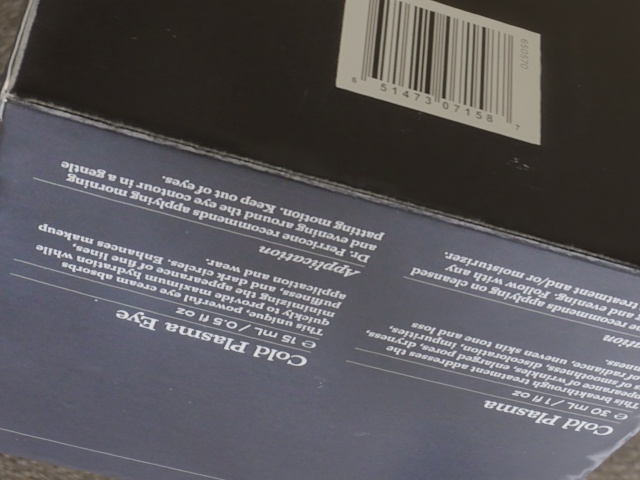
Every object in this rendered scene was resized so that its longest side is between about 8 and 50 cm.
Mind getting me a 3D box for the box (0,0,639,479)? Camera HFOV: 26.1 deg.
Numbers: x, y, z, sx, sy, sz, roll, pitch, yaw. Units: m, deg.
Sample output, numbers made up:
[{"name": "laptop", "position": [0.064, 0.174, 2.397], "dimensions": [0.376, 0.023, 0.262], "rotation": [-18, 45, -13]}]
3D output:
[{"name": "box", "position": [0.000, 0.000, 0.718], "dimensions": [0.343, 0.312, 0.179], "rotation": [15, 53, -12]}]
